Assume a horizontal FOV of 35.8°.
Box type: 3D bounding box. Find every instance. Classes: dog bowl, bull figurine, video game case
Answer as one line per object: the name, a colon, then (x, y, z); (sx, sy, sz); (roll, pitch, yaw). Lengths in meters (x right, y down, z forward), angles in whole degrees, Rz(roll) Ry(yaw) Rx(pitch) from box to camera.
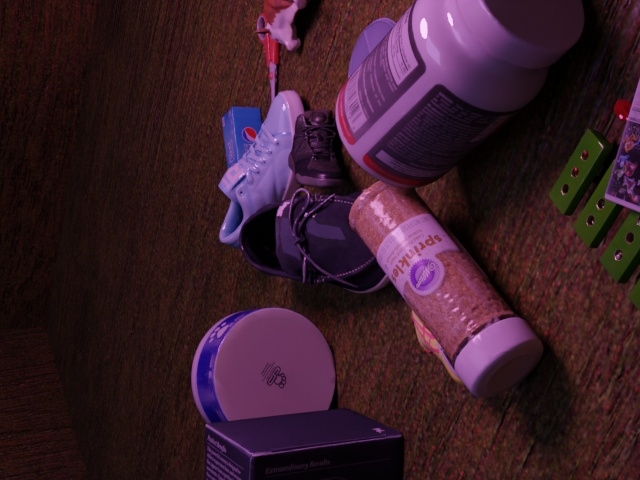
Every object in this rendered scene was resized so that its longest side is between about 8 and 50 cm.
dog bowl: (-0.107, 0.261, 1.896); (0.104, 0.265, 0.265); (-17, 76, 59)
bull figurine: (-0.051, -0.529, 1.950); (0.188, 0.101, 0.310); (20, 110, 57)
video game case: (0.403, -0.103, 1.085); (0.190, 0.022, 0.173); (36, 115, 59)

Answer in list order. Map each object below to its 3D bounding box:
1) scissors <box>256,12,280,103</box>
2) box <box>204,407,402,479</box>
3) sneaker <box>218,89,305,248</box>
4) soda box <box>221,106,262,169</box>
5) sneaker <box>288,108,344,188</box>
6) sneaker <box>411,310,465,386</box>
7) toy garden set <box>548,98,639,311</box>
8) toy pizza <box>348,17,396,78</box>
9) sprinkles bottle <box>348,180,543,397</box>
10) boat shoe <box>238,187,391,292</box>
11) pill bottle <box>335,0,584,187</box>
scissors: (-0.100, -0.374, 2.125); (0.109, 0.021, 0.297); (-29, 64, 57)
box: (-0.036, 0.520, 1.739); (0.212, 0.293, 0.395); (10, 100, 61)
sneaker: (-0.127, -0.135, 2.047); (0.135, 0.150, 0.366); (45, 129, 52)
soda box: (-0.165, -0.187, 2.201); (0.067, 0.071, 0.210); (-30, 65, 60)
sneaker: (-0.006, -0.173, 1.862); (0.227, 0.087, 0.130); (-119, 34, -66)
sneaker: (0.196, 0.153, 1.533); (0.208, 0.081, 0.094); (-111, 26, -45)
toy garden set: (0.392, -0.059, 1.176); (0.204, 0.049, 0.244); (-66, 32, 32)
toy pizza: (0.107, -0.285, 1.725); (0.201, 0.032, 0.201); (-2, 88, 63)
sprinkles bottle: (0.176, 0.061, 1.456); (0.355, 0.121, 0.121); (55, 138, 34)
boat shoe: (0.000, 0.000, 1.809); (0.500, 0.156, 0.187); (0, 89, 61)
pill bottle: (0.187, -0.238, 1.387); (0.363, 0.210, 0.210); (-42, 55, 55)
